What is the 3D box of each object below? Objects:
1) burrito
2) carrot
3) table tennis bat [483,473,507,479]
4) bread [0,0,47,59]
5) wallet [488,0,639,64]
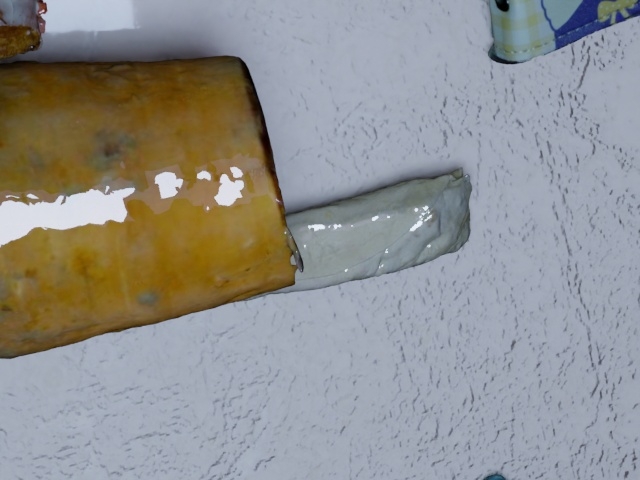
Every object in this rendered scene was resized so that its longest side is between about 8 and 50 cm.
[{"bbox_3d":[0.000,0.000,1.551,0.275,0.059,0.082,-11,118,-12],"label":"burrito"},{"bbox_3d":[-0.200,-0.031,1.401,0.340,0.224,0.224,-11,104,-6],"label":"carrot"},{"bbox_3d":[0.219,0.275,1.681,0.201,0.033,0.124,38,88,-21],"label":"table tennis bat"},{"bbox_3d":[-0.286,-0.170,1.393,0.160,0.160,0.073,-9,99,-13],"label":"bread"},{"bbox_3d":[0.220,-0.317,1.505,0.223,0.077,0.310,-22,124,-18],"label":"wallet"}]
